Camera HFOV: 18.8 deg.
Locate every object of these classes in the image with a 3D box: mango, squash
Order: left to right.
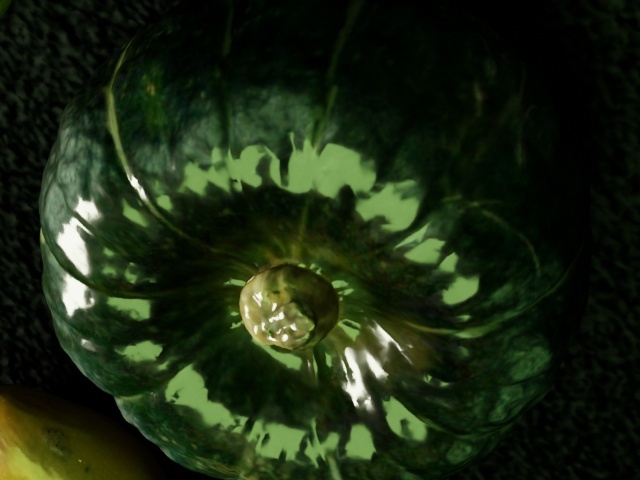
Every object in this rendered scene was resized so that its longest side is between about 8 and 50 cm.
[{"bbox_3d":[-0.130,0.146,1.091,0.098,0.075,0.190,-13,128,44],"label":"mango"},{"bbox_3d":[0.000,0.000,0.874,0.252,0.165,0.252,10,129,13],"label":"squash"}]

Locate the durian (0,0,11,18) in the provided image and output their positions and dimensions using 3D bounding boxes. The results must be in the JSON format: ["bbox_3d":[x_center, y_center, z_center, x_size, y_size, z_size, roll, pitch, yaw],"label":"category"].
[{"bbox_3d":[-0.216,-0.106,0.876,0.250,0.139,0.101,-17,126,29],"label":"durian"}]
